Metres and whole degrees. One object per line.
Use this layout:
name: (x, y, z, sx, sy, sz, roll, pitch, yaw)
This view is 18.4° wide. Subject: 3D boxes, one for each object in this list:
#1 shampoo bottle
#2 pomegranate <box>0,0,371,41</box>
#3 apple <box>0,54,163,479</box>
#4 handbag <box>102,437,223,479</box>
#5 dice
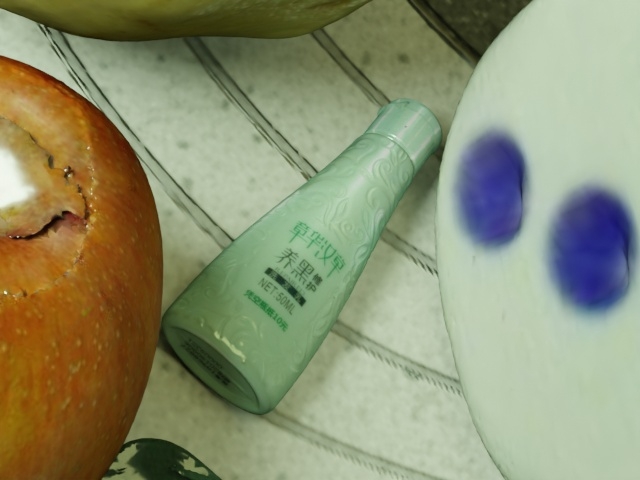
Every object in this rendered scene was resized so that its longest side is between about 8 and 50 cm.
shampoo bottle: (0.000, 0.000, 0.980, 0.069, 0.041, 0.191, 40, 56, 0)
pomegranate: (-0.060, -0.248, 0.887, 0.332, 0.332, 0.332, 11, 64, -23)
apple: (-0.162, 0.024, 0.786, 0.210, 0.173, 0.235, 18, 41, -19)
handbag: (-0.064, 0.247, 0.818, 0.247, 0.079, 0.260, 42, 57, -4)
dice: (0.256, 0.004, 0.952, 0.304, 0.304, 0.277, -3, 69, -28)
